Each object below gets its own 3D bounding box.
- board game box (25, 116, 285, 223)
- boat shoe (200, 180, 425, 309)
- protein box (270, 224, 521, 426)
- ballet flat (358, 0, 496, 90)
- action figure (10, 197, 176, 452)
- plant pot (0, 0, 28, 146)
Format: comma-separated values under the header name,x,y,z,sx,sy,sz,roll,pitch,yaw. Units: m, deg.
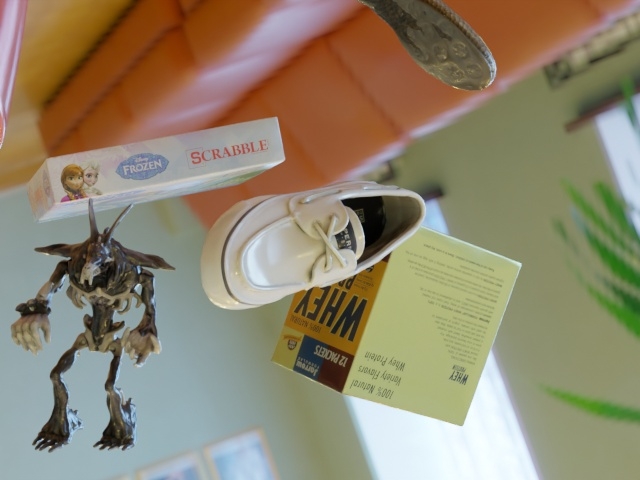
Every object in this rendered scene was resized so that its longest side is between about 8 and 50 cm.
name,x,y,z,sx,sy,sz,roll,pitch,yaw
board game box,-0.238,-0.095,2.539,0.319,0.066,0.318,-12,179,-14
boat shoe,0.000,0.000,1.663,0.088,0.096,0.267,-3,-173,38
protein box,0.086,0.080,2.055,0.200,0.201,0.136,19,-179,-40
ballet flat,0.090,-0.245,1.884,0.058,0.250,0.084,-37,156,-38
action figure,-0.247,0.100,1.996,0.164,0.275,0.141,5,-164,3
plant pot,-0.430,-0.235,1.918,0.275,0.243,0.275,10,146,7
